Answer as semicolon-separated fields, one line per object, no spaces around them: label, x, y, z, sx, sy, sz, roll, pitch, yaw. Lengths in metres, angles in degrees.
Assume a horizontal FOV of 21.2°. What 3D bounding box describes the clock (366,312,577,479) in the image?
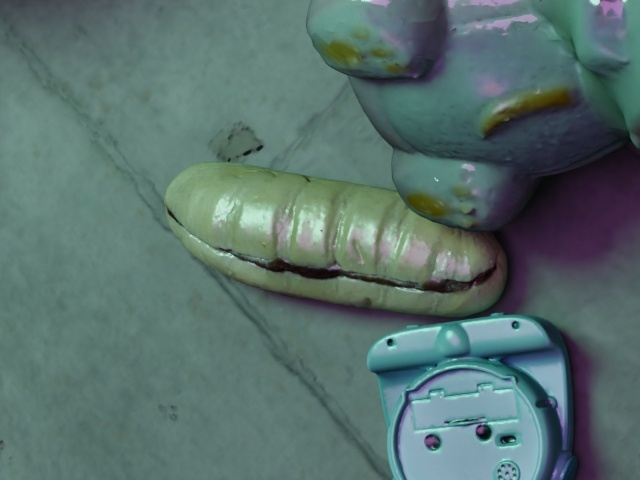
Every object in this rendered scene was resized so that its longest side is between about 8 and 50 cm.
clock;0.086;0.116;0.929;0.108;0.045;0.147;-10;82;22

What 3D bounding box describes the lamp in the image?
lamp;0.176;-0.125;0.847;0.301;0.247;0.247;-1;45;33

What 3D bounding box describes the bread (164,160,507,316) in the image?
bread;0.001;0.000;0.970;0.214;0.053;0.073;12;94;22
